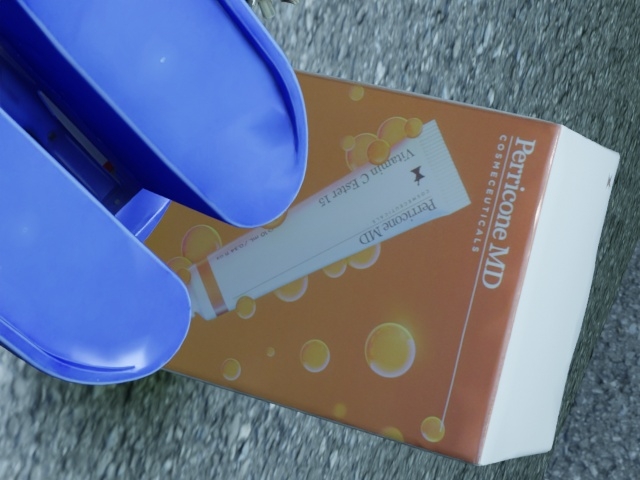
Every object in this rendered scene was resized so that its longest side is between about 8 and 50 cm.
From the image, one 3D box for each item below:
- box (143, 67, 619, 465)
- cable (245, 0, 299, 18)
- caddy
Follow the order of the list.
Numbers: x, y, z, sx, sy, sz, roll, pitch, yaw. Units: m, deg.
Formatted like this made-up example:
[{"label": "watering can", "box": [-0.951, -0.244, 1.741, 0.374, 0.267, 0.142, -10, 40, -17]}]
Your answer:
[{"label": "box", "box": [0.000, 0.000, 0.990, 0.168, 0.345, 0.215, 9, 94, -66]}, {"label": "cable", "box": [-0.082, -0.270, 1.054, 0.139, 0.072, 0.287, -42, 129, -27]}, {"label": "caddy", "box": [-0.166, -0.078, 0.791, 0.241, 0.179, 0.341, -53, 139, -11]}]
